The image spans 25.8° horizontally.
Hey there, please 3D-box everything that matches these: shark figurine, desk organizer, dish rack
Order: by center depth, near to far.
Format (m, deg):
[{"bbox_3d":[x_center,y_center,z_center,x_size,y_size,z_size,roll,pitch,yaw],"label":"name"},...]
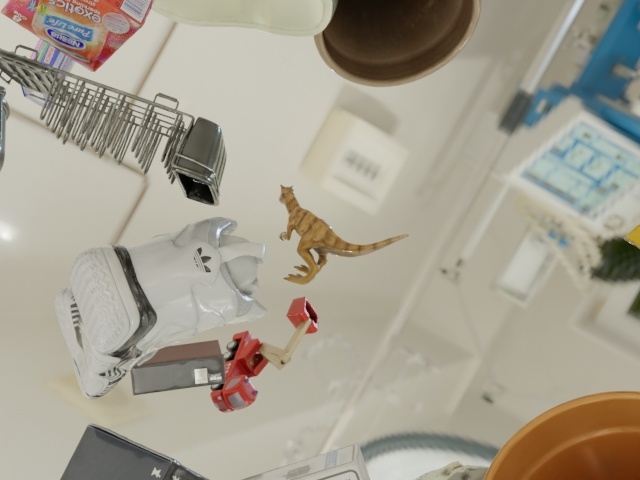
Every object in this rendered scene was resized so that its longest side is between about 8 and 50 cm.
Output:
[{"bbox_3d":[-0.227,-0.124,1.494,0.272,0.074,0.208,20,173,0],"label":"dish rack"},{"bbox_3d":[0.139,0.358,1.790,0.278,0.166,0.116,82,169,-74],"label":"shark figurine"},{"bbox_3d":[-0.201,0.176,1.953,0.130,0.047,0.050,-7,-156,-9],"label":"desk organizer"}]

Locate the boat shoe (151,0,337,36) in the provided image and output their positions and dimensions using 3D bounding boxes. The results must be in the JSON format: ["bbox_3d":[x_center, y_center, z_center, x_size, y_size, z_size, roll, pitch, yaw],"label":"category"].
[{"bbox_3d":[-0.126,-0.353,1.946,0.305,0.109,0.091,13,-155,6],"label":"boat shoe"}]

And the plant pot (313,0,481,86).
[{"bbox_3d":[0.097,-0.411,2.193,0.263,0.263,0.229,27,-147,-36],"label":"plant pot"}]

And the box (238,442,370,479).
[{"bbox_3d":[-0.073,0.331,1.420,0.087,0.290,0.169,-75,-35,-84],"label":"box"}]

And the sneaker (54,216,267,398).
[{"bbox_3d":[-0.185,0.080,1.627,0.366,0.210,0.137,130,122,-67],"label":"sneaker"}]

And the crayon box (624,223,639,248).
[{"bbox_3d":[0.485,0.032,1.377,0.318,0.202,0.081,43,170,40],"label":"crayon box"}]

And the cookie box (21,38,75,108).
[{"bbox_3d":[-0.338,-0.221,1.752,0.040,0.091,0.107,27,170,-5],"label":"cookie box"}]

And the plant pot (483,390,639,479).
[{"bbox_3d":[0.345,0.344,1.589,0.291,0.291,0.203,31,155,47],"label":"plant pot"}]

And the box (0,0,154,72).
[{"bbox_3d":[-0.241,-0.337,1.582,0.128,0.256,0.123,32,143,-23],"label":"box"}]

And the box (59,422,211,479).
[{"bbox_3d":[-0.269,0.490,2.046,0.179,0.343,0.312,16,163,34],"label":"box"}]

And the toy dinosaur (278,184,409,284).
[{"bbox_3d":[0.000,0.000,1.704,0.064,0.112,0.211,-6,-150,-45],"label":"toy dinosaur"}]

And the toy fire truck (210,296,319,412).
[{"bbox_3d":[-0.085,0.179,2.172,0.135,0.192,0.047,-15,125,29],"label":"toy fire truck"}]

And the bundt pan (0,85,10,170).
[{"bbox_3d":[-0.577,-0.115,1.885,0.331,0.331,0.124,26,-133,-58],"label":"bundt pan"}]
